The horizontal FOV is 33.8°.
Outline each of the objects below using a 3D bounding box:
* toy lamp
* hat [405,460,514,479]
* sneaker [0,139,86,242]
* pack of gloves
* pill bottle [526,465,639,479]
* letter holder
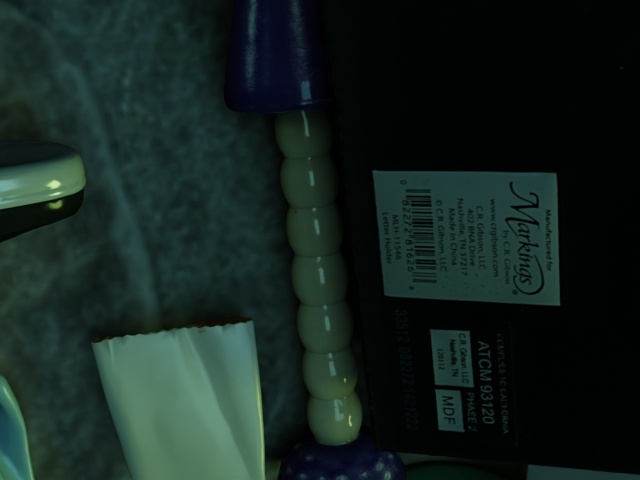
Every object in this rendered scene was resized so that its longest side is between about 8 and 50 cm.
[{"bbox_3d":[0.000,0.000,0.530,0.080,0.080,0.274,-12,106,-15],"label":"toy lamp"},{"bbox_3d":[0.076,0.261,0.639,0.173,0.183,0.208,-25,65,-23],"label":"hat"},{"bbox_3d":[-0.204,0.031,0.476,0.217,0.079,0.121,-12,109,-7],"label":"sneaker"},{"bbox_3d":[-0.120,0.160,0.555,0.195,0.046,0.232,-7,101,-5],"label":"pack of gloves"},{"bbox_3d":[0.215,0.154,0.584,0.216,0.121,0.121,28,92,-37],"label":"pill bottle"},{"bbox_3d":[0.111,-0.077,0.504,0.152,0.214,0.301,1,113,21],"label":"letter holder"}]
